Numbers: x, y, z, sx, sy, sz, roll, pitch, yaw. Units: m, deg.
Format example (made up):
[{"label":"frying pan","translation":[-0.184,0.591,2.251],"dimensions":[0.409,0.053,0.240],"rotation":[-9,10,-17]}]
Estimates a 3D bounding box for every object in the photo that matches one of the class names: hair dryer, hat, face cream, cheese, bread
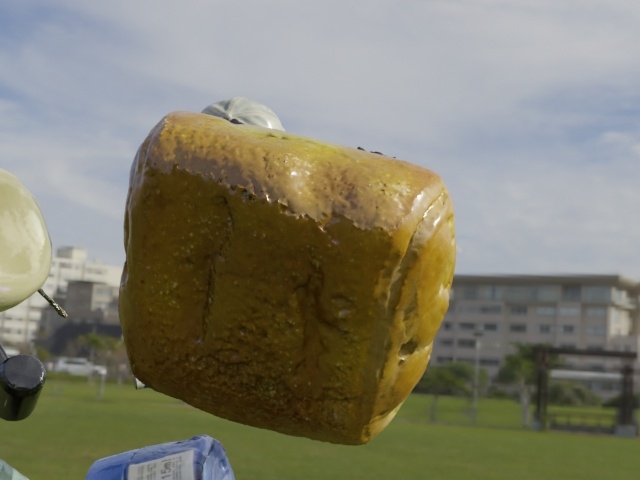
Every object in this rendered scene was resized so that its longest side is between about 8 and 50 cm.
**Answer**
[{"label":"hair dryer","translation":[-0.510,0.154,1.608],"dimensions":[0.071,0.248,0.114],"rotation":[-22,-19,-34]},{"label":"hat","translation":[-0.170,-0.140,1.996],"dimensions":[0.232,0.274,0.161],"rotation":[14,8,28]},{"label":"face cream","translation":[-0.272,0.488,1.847],"dimensions":[0.225,0.248,0.249],"rotation":[-13,-10,9]},{"label":"cheese","translation":[-0.586,-0.005,1.802],"dimensions":[0.127,0.265,0.233],"rotation":[-19,-8,24]},{"label":"bread","translation":[-0.047,0.057,1.035],"dimensions":[0.337,0.327,0.148],"rotation":[17,25,9]}]

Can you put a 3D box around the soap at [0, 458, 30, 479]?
[{"label":"soap","translation":[-0.531,0.449,1.496],"dimensions":[0.156,0.261,0.446],"rotation":[-3,-34,17]}]

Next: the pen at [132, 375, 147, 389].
[{"label":"pen","translation":[-0.214,0.227,1.745],"dimensions":[0.204,0.025,0.025],"rotation":[-5,-4,-18]}]

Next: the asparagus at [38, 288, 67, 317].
[{"label":"asparagus","translation":[-0.544,0.089,1.978],"dimensions":[0.166,0.013,0.016],"rotation":[47,10,-11]}]
